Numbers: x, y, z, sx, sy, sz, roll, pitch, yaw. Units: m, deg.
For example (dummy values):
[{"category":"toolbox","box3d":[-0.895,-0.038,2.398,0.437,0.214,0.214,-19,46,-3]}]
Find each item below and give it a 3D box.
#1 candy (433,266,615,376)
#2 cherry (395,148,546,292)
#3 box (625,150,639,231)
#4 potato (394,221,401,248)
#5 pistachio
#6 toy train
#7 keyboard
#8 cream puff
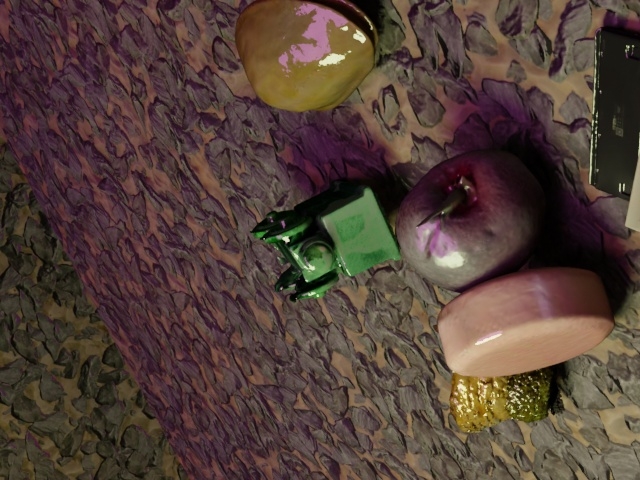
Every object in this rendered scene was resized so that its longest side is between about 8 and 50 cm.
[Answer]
[{"category":"candy","box3d":[0.282,0.121,1.400,0.255,0.255,0.094,130,134,-56]},{"category":"cherry","box3d":[0.215,-0.024,1.399,0.183,0.213,0.266,64,-177,26]},{"category":"box","box3d":[0.469,-0.050,1.159,0.201,0.058,0.141,29,126,39]},{"category":"potato","box3d":[0.167,-0.022,1.597,0.091,0.070,0.138,32,145,6]},{"category":"pistachio","box3d":[-0.023,-0.305,1.534,0.213,0.163,0.260,28,149,-16]},{"category":"toy train","box3d":[0.000,0.000,1.665,0.145,0.202,0.266,66,169,-12]},{"category":"keyboard","box3d":[0.383,-0.153,1.240,0.094,0.025,0.230,27,137,41]},{"category":"cream puff","box3d":[0.304,0.225,1.569,0.169,0.183,0.183,7,126,20]}]
